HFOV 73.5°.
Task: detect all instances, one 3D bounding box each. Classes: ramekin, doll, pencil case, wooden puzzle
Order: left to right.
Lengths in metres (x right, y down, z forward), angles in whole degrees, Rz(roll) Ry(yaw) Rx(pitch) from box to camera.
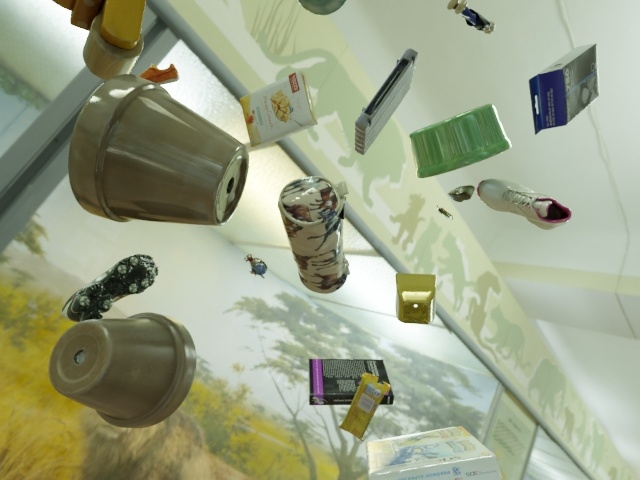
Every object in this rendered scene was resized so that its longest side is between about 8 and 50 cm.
[{"bbox_3d":[0.000,0.000,1.244,0.183,0.160,0.410,-6,-35,3],"label":"pencil case"},{"bbox_3d":[0.434,-0.095,1.506,0.078,0.014,0.116,43,9,16],"label":"wooden puzzle"},{"bbox_3d":[0.430,-0.317,1.358,0.303,0.303,0.148,-6,-73,59],"label":"ramekin"},{"bbox_3d":[0.463,-0.663,1.283,0.189,0.046,0.129,5,40,-40],"label":"doll"}]

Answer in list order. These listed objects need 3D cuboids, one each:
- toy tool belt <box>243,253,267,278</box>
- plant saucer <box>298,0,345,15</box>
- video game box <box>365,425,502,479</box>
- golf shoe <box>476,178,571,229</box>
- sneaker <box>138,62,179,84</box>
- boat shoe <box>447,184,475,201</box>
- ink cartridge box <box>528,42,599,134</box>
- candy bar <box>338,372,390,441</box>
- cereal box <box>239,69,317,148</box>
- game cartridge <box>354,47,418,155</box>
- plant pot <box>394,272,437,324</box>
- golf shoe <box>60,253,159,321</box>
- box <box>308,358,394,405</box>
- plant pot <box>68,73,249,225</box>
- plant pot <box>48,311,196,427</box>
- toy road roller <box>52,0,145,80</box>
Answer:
[{"bbox_3d":[-0.190,0.079,1.277,0.083,0.052,0.051,53,12,-53],"label":"toy tool belt"},{"bbox_3d":[-0.003,-0.771,1.262,0.195,0.037,0.195,11,-55,16],"label":"plant saucer"},{"bbox_3d":[0.169,0.359,0.700,0.187,0.048,0.205,-8,-13,2],"label":"video game box"},{"bbox_3d":[0.667,-0.130,1.396,0.306,0.115,0.140,21,2,2],"label":"golf shoe"},{"bbox_3d":[-0.531,-0.509,1.334,0.064,0.175,0.067,-131,-158,-65],"label":"sneaker"},{"bbox_3d":[0.484,-0.163,1.467,0.050,0.045,0.135,40,-6,-13],"label":"boat shoe"},{"bbox_3d":[0.719,-0.444,1.249,0.065,0.332,0.165,13,-49,50],"label":"ink cartridge box"},{"bbox_3d":[0.056,0.227,0.571,0.040,0.018,0.161,27,-46,16],"label":"candy bar"},{"bbox_3d":[-0.138,-0.418,1.384,0.240,0.173,0.047,-16,-4,27],"label":"cereal box"},{"bbox_3d":[0.237,-0.509,1.600,0.068,0.355,0.230,33,-10,7],"label":"game cartridge"},{"bbox_3d":[0.182,0.117,0.818,0.081,0.083,0.082,1,-69,12],"label":"plant pot"},{"bbox_3d":[-0.560,0.118,1.142,0.120,0.273,0.105,-10,-71,32],"label":"golf shoe"},{"bbox_3d":[0.057,0.281,0.857,0.162,0.029,0.116,0,19,-2],"label":"box"},{"bbox_3d":[-0.321,-0.166,0.949,0.280,0.323,0.323,18,-20,4],"label":"plant pot"},{"bbox_3d":[-0.442,0.269,0.939,0.263,0.263,0.229,21,-16,23],"label":"plant pot"},{"bbox_3d":[-0.562,-0.586,1.037,0.240,0.330,0.202,8,-13,-36],"label":"toy road roller"}]
